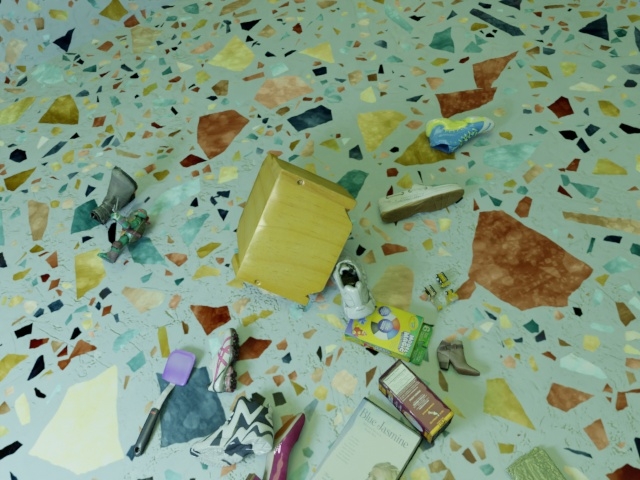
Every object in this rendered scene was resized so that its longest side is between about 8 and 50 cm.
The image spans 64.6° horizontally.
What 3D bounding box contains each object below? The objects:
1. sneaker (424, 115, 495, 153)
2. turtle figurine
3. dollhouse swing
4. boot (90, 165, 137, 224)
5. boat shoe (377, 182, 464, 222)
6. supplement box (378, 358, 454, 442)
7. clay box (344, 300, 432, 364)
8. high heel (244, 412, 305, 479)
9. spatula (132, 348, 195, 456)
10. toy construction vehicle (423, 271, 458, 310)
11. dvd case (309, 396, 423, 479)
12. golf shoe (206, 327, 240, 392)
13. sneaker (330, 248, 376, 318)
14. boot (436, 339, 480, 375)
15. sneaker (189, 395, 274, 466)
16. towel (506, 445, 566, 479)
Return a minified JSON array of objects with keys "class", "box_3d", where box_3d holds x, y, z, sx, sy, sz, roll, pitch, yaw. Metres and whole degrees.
[{"class":"sneaker","box_3d":[0.485,-0.360,1.762,0.240,0.091,0.126,-1,76,6]},{"class":"turtle figurine","box_3d":[-0.640,-0.038,1.660,0.118,0.175,0.234,26,72,-4]},{"class":"dollhouse swing","box_3d":[-0.090,-0.056,1.535,0.315,0.346,0.305,23,18,-5]},{"class":"boot","box_3d":[-0.694,-0.136,1.684,0.083,0.246,0.161,38,65,-2]},{"class":"boat shoe","box_3d":[0.318,-0.143,1.626,0.277,0.098,0.096,-15,58,-1]},{"class":"supplement box","box_3d":[0.239,0.407,1.286,0.081,0.104,0.188,-39,61,-16]},{"class":"clay box","box_3d":[0.193,0.251,1.420,0.222,0.053,0.127,16,62,18]},{"class":"high heel","box_3d":[-0.085,0.558,1.267,0.117,0.082,0.244,43,53,-5]},{"class":"spatula","box_3d":[-0.439,0.443,1.394,0.084,0.030,0.296,14,61,17]},{"class":"toy construction vehicle","box_3d":[0.348,0.150,1.480,0.086,0.035,0.098,-23,60,-20]},{"class":"dvd case","box_3d":[0.116,0.546,1.263,0.180,0.022,0.253,29,66,23]},{"class":"golf shoe","box_3d":[-0.275,0.332,1.421,0.086,0.067,0.186,-2,58,8]},{"class":"sneaker","box_3d":[0.078,0.092,1.465,0.110,0.118,0.292,-24,35,-1]},{"class":"boot","box_3d":[0.373,0.313,1.366,0.119,0.042,0.087,10,58,13]},{"class":"sneaker","box_3d":[-0.220,0.483,1.313,0.235,0.094,0.153,-26,27,21]},{"class":"towel","box_3d":[0.523,0.574,1.190,0.110,0.027,0.148,-28,58,-11]}]
